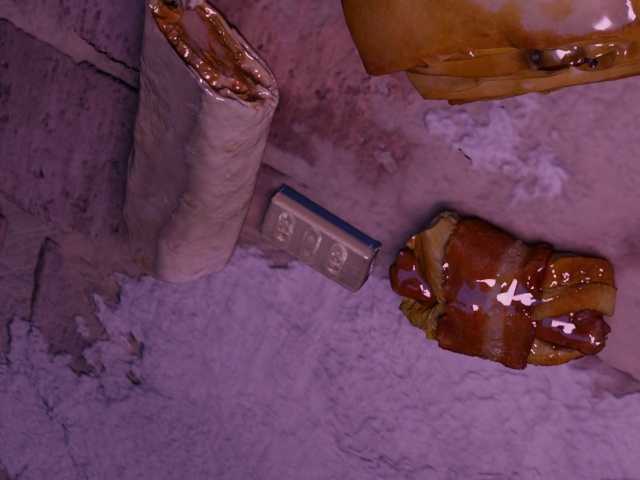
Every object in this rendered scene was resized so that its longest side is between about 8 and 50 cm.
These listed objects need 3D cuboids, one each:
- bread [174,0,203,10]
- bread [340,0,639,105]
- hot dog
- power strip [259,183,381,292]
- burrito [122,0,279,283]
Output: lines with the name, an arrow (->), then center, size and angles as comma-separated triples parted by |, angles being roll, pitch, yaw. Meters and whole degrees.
bread -> -0.156, -0.341, 1.197 | 0.178, 0.135, 0.240 | 17, 129, 19
bread -> 0.135, -0.265, 1.030 | 0.314, 0.191, 0.370 | -7, 114, 36
hot dog -> 0.163, 0.056, 1.282 | 0.213, 0.103, 0.146 | 15, 126, 22
power strip -> 0.000, 0.000, 1.396 | 0.123, 0.032, 0.056 | 31, 133, 10
burrito -> -0.127, -0.096, 1.368 | 0.143, 0.105, 0.299 | 30, 133, 17
